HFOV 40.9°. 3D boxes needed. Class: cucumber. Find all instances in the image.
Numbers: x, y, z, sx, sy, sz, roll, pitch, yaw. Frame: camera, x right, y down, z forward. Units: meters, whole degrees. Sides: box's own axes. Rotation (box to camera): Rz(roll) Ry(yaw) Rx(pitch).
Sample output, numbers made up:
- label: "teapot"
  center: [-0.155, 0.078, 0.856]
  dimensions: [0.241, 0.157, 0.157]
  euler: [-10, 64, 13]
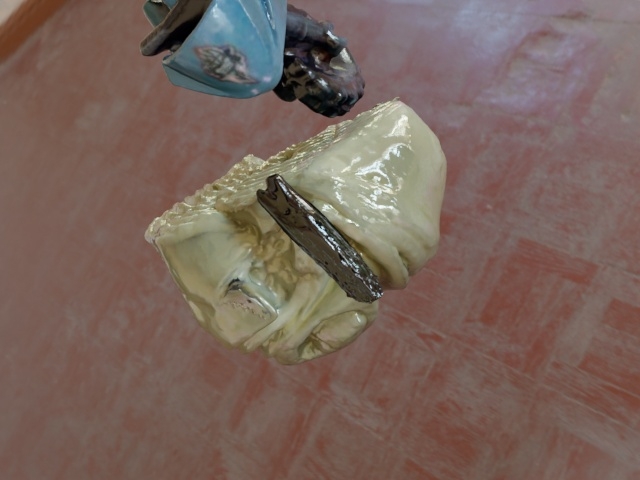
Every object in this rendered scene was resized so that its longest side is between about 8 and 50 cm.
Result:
- label: "cucumber"
  center: [0.001, -0.001, 0.706]
  dimensions: [0.033, 0.135, 0.034]
  euler: [-49, 12, -27]

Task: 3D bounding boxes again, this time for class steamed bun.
- label: "steamed bun"
  center: [-0.014, 0.006, 0.899]
  dimensions: [0.320, 0.206, 0.275]
  euler: [-18, 17, 42]

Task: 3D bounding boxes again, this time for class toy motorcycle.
- label: "toy motorcycle"
  center: [-0.120, -0.278, 0.819]
  dimensions: [0.172, 0.232, 0.416]
  euler: [-41, 83, 30]
